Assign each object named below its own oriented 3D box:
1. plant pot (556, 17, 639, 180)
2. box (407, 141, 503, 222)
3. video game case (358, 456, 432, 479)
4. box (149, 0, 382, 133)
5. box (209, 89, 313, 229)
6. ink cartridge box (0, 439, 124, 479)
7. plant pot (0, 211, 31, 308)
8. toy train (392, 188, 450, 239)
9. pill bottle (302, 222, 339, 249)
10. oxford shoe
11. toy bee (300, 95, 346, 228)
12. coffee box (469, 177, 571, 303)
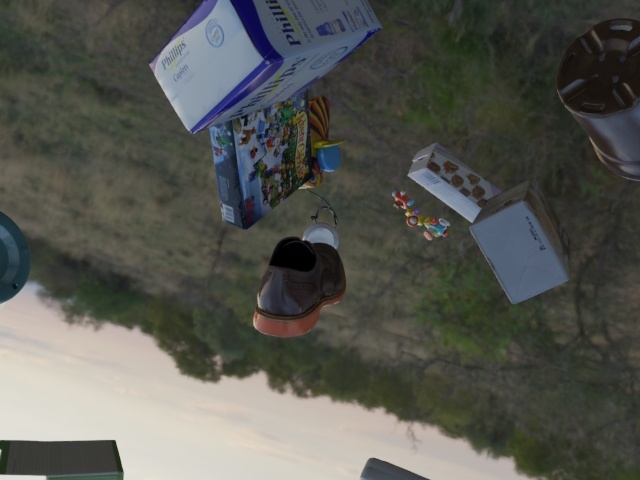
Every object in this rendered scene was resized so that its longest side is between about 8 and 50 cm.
[{"bbox_3d":[0.379,-0.176,0.971,0.167,0.166,0.165,9,171,44],"label":"plant pot"},{"bbox_3d":[0.314,-0.072,1.552,0.324,0.063,0.067,33,157,-20],"label":"box"},{"bbox_3d":[0.097,0.299,0.600,0.204,0.285,0.025,20,-145,10],"label":"video game case"},{"bbox_3d":[-0.044,-0.158,0.644,0.137,0.072,0.126,-28,180,-40],"label":"box"},{"bbox_3d":[-0.077,-0.152,1.064,0.044,0.159,0.233,22,134,29],"label":"box"},{"bbox_3d":[-0.447,0.374,1.301,0.235,0.056,0.171,3,-176,-19],"label":"ink cartridge box"},{"bbox_3d":[-0.677,0.055,1.451,0.255,0.271,0.272,-17,154,33],"label":"plant pot"},{"bbox_3d":[0.247,-0.057,2.007,0.166,0.046,0.125,35,170,21],"label":"toy train"},{"bbox_3d":[0.000,0.000,1.464,0.067,0.067,0.120,16,180,-1],"label":"pill bottle"},{"bbox_3d":[-0.016,0.038,1.082,0.097,0.098,0.271,8,-162,9],"label":"oxford shoe"},{"bbox_3d":[-0.025,-0.180,1.770,0.195,0.298,0.162,-29,166,32],"label":"toy bee"},{"bbox_3d":[0.333,-0.007,1.304,0.098,0.141,0.246,-28,-178,22],"label":"coffee box"}]
